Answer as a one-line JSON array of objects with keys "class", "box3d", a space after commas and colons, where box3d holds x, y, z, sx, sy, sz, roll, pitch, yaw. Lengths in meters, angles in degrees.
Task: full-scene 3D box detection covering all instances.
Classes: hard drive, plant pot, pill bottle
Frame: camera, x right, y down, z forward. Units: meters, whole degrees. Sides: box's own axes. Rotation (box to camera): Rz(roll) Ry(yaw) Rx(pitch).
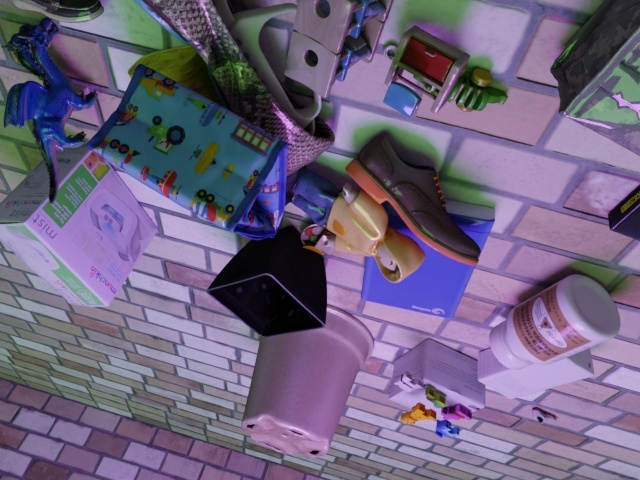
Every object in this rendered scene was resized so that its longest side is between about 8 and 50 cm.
[{"class": "hard drive", "box3d": [0.199, 0.039, 0.972, 0.211, 0.040, 0.318, 11, 140, 8]}, {"class": "plant pot", "box3d": [-0.094, 0.081, 1.038, 0.188, 0.166, 0.187, -18, 128, 35]}, {"class": "plant pot", "box3d": [-0.050, 0.371, 1.252, 0.334, 0.305, 0.333, 11, 140, 9]}, {"class": "pill bottle", "box3d": [0.451, 0.173, 0.959, 0.131, 0.131, 0.229, 26, 141, -9]}]

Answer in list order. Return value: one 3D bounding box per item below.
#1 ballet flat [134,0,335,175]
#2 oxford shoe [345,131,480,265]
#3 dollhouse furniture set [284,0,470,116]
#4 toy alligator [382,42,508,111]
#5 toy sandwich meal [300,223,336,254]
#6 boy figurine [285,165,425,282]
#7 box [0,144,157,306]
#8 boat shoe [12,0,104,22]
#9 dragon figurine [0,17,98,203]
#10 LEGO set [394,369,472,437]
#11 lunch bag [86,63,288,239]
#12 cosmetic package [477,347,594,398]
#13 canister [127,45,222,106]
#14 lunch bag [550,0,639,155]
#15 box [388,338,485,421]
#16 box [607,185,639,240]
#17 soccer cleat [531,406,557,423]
[{"class": "ballet flat", "box3d": [-0.115, -0.287, 0.650, 0.182, 0.164, 0.482, -24, 134, 14]}, {"class": "oxford shoe", "box3d": [0.172, -0.064, 0.789, 0.271, 0.097, 0.098, 39, 104, -6]}, {"class": "dollhouse furniture set", "box3d": [0.076, -0.238, 0.586, 0.184, 0.129, 0.129, 34, 142, 11]}, {"class": "toy alligator", "box3d": [0.170, -0.219, 0.670, 0.190, 0.051, 0.056, 21, 141, -3]}, {"class": "toy sandwich meal", "box3d": [0.000, 0.000, 1.000, 0.086, 0.029, 0.085, -1, 135, -1]}, {"class": "boy figurine", "box3d": [0.051, -0.025, 0.869, 0.285, 0.092, 0.177, 36, 146, 5]}, {"class": "box", "box3d": [-0.510, -0.028, 1.022, 0.127, 0.231, 0.261, 0, 137, 22]}, {"class": "boat shoe", "box3d": [-0.401, -0.365, 0.720, 0.152, 0.056, 0.049, 12, 146, 8]}, {"class": "dragon figurine", "box3d": [-0.475, -0.217, 0.812, 0.085, 0.288, 0.144, 12, 175, 41]}, {"class": "LEGO set", "box3d": [0.252, 0.413, 1.166, 0.227, 0.087, 0.093, 37, 136, -18]}, {"class": "lunch bag", "box3d": [-0.165, -0.100, 0.740, 0.221, 0.138, 0.293, 30, 174, 5]}, {"class": "cosmetic package", "box3d": [0.488, 0.284, 1.115, 0.117, 0.085, 0.231, 32, 138, -16]}, {"class": "canister", "box3d": [-0.218, -0.224, 0.802, 0.126, 0.073, 0.169, 0, 139, 23]}, {"class": "lunch bag", "box3d": [0.434, -0.214, 0.487, 0.235, 0.168, 0.287, 27, 133, -5]}, {"class": "box", "box3d": [0.304, 0.371, 1.260, 0.181, 0.119, 0.182, 26, 140, -8]}, {"class": "box", "box3d": [0.576, -0.050, 0.715, 0.191, 0.045, 0.184, 20, 139, -1]}, {"class": "soccer cleat", "box3d": [0.625, 0.498, 1.348, 0.083, 0.035, 0.029, 29, 140, -13]}]
